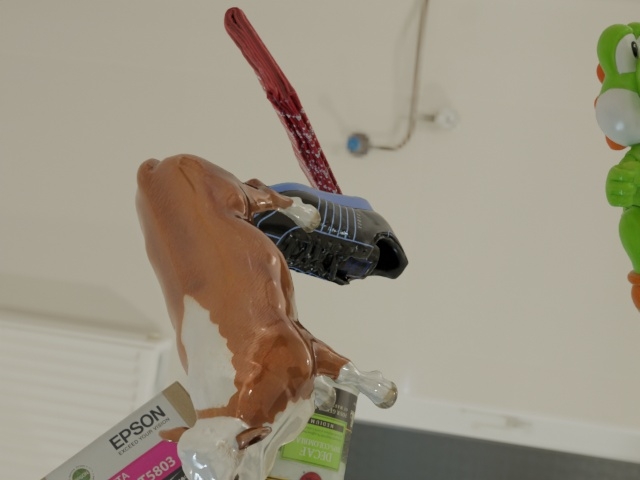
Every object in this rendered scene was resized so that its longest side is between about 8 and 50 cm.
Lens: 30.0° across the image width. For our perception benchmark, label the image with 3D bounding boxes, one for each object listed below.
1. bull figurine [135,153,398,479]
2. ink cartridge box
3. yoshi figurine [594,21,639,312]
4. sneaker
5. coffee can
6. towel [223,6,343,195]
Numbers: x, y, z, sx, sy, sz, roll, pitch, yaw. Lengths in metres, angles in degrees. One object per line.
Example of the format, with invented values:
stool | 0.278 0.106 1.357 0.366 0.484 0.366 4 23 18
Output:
bull figurine | -0.052 0.064 0.903 0.188 0.101 0.310 20 42 -46
ink cartridge box | -0.208 0.318 1.451 0.234 0.193 0.088 -36 158 -19
yoshi figurine | 0.436 -0.102 1.449 0.203 0.203 0.362 -12 87 -67
sneaker | 0.000 0.000 1.217 0.232 0.090 0.081 -1 132 -47
coffee can | -0.066 0.326 1.675 0.201 0.201 0.275 60 39 -72
towel | -0.031 -0.125 1.394 0.199 0.031 0.275 61 -2 45
